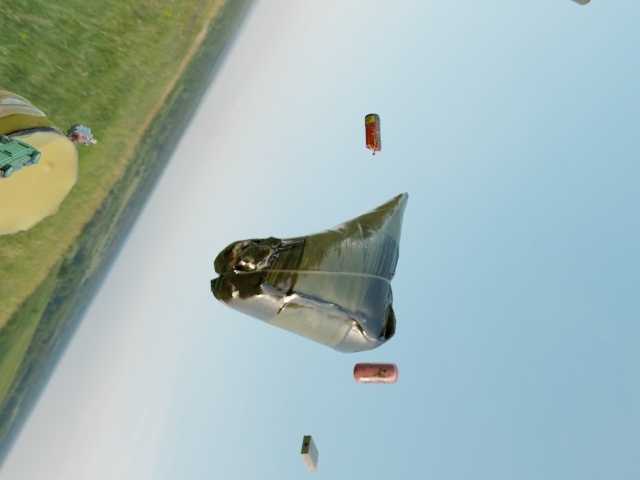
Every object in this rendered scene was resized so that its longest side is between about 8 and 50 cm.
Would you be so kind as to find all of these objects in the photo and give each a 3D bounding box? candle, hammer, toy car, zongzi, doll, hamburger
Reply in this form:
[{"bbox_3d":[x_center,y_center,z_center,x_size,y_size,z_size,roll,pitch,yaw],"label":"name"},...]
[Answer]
[{"bbox_3d":[0.162,-0.323,1.455,0.052,0.052,0.130,-25,-118,59],"label":"candle"},{"bbox_3d":[0.100,0.242,0.860,0.043,0.083,0.043,179,-90,-88],"label":"hammer"},{"bbox_3d":[-0.463,-0.119,0.691,0.035,0.059,0.122,-56,-167,25],"label":"toy car"},{"bbox_3d":[0.000,0.000,0.780,0.154,0.289,0.317,-19,-131,57],"label":"zongzi"},{"bbox_3d":[-0.519,-0.231,1.023,0.039,0.057,0.114,-61,-162,-19],"label":"doll"},{"bbox_3d":[-0.640,-0.168,0.906,0.276,0.237,0.276,-49,171,-11],"label":"hamburger"}]

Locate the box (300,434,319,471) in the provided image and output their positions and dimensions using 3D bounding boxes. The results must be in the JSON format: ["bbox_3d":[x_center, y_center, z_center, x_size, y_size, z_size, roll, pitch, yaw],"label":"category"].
[{"bbox_3d":[-0.027,0.546,1.209,0.024,0.083,0.053,-6,-147,13],"label":"box"}]

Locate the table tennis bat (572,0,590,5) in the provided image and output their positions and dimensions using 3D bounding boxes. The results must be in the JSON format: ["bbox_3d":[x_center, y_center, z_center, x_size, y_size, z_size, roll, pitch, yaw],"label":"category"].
[{"bbox_3d":[0.388,-0.453,0.820,0.131,0.234,0.022,22,-74,60],"label":"table tennis bat"}]
